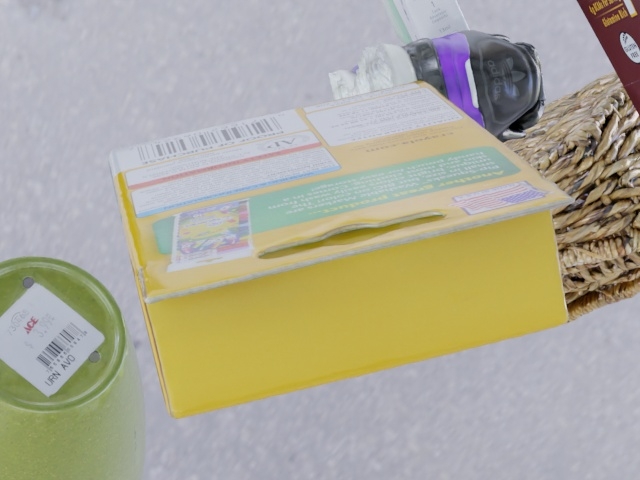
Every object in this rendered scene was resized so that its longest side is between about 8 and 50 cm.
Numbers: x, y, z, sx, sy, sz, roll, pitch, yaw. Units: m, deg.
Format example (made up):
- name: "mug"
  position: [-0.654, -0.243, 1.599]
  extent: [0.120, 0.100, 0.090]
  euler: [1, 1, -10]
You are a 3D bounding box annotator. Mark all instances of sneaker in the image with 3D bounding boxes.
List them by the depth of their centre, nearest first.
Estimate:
- name: "sneaker"
  position: [0.095, -0.099, 1.350]
  extent: [0.146, 0.293, 0.102]
  euler: [-12, 92, -7]

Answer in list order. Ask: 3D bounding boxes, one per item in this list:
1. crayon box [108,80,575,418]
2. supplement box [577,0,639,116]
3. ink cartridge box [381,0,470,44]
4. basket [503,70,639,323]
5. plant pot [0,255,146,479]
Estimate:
- name: "crayon box"
  position: [0.000, 0.000, 0.950]
  extent: [0.203, 0.323, 0.083]
  euler: [-13, 106, -6]
- name: "supplement box"
  position: [0.172, -0.144, 0.567]
  extent: [0.191, 0.129, 0.194]
  euler: [-30, 92, -14]
- name: "ink cartridge box"
  position: [0.074, -0.288, 1.784]
  extent: [0.056, 0.181, 0.225]
  euler: [-29, 112, 0]
- name: "basket"
  position: [0.214, 0.008, 1.661]
  extent: [0.223, 0.299, 0.213]
  euler: [57, 41, -11]
- name: "plant pot"
  position: [-0.255, 0.139, 1.498]
  extent: [0.275, 0.293, 0.275]
  euler: [9, 59, -15]
